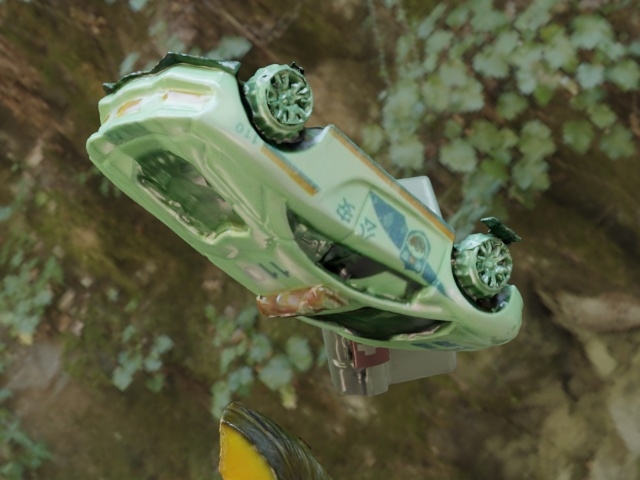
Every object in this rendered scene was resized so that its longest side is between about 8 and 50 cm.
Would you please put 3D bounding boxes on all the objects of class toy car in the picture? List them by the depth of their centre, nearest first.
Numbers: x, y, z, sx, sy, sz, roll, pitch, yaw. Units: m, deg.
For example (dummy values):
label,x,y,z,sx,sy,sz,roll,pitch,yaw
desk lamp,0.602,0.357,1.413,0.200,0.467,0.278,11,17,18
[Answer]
label,x,y,z,sx,sy,sz,roll,pitch,yaw
toy car,0.000,0.000,0.445,0.093,0.186,0.058,-12,50,49

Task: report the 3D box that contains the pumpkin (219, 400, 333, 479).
label,x,y,z,sx,sy,sz,roll,pitch,yaw
pumpkin,-0.031,0.264,0.779,0.190,0.280,0.139,-39,-5,4

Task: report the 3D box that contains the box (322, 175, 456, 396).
label,x,y,z,sx,sy,sz,roll,pitch,yaw
box,0.060,0.043,1.194,0.210,0.129,0.148,81,178,-47
